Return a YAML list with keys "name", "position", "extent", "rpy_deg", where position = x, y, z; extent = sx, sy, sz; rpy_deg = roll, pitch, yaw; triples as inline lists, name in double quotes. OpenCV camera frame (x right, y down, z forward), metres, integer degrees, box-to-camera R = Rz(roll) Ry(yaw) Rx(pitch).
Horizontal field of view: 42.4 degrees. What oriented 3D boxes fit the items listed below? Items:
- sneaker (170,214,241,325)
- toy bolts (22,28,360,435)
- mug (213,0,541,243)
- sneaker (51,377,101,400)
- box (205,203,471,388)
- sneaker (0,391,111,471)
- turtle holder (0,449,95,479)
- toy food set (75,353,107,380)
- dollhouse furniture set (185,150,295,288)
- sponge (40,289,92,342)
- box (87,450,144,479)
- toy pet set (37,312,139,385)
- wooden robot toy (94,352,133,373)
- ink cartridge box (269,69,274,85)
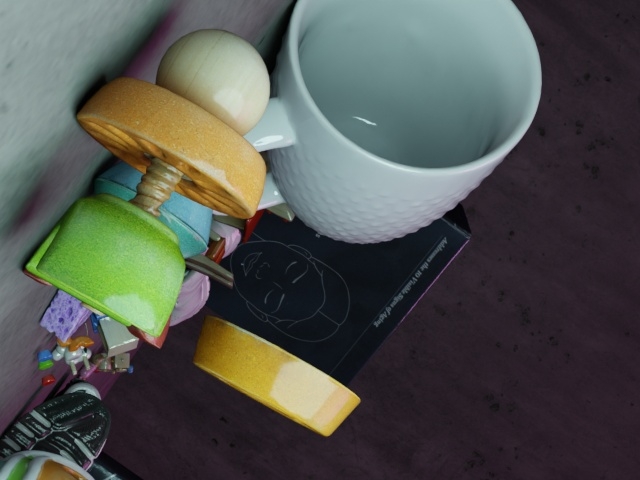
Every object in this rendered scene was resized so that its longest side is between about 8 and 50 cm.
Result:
- name: "sneaker"
  position: [-0.263, 0.063, 1.560]
  extent: [0.129, 0.111, 0.297]
  rpy_deg: [-39, 164, -52]
- name: "toy bolts"
  position: [-0.063, -0.008, 0.504]
  extent: [0.159, 0.218, 0.228]
  rpy_deg: [-61, -156, -13]
- name: "mug"
  position: [0.024, -0.123, 0.979]
  extent: [0.374, 0.276, 0.328]
  rpy_deg: [-19, 166, -18]
- name: "sneaker"
  position: [-0.411, 0.314, 1.266]
  extent: [0.217, 0.079, 0.121]
  rpy_deg: [-57, -166, -14]
- name: "box"
  position: [0.000, 0.000, 1.851]
  extent: [0.480, 0.471, 0.297]
  rpy_deg: [-52, -176, 17]
- name: "sneaker"
  position: [-0.400, 0.313, 1.071]
  extent: [0.281, 0.106, 0.162]
  rpy_deg: [-44, -176, -28]
- name: "turtle holder"
  position: [-0.312, 0.352, 0.792]
  extent: [0.227, 0.243, 0.320]
  rpy_deg: [-93, -153, -57]
- name: "toy food set"
  position: [-0.417, 0.235, 1.453]
  extent: [0.122, 0.019, 0.078]
  rpy_deg: [-45, -175, 12]
- name: "dollhouse furniture set"
  position: [-0.104, -0.058, 1.354]
  extent: [0.262, 0.135, 0.259]
  rpy_deg: [-62, 180, -14]
- name: "sponge"
  position: [-0.180, 0.000, 0.784]
  extent: [0.117, 0.031, 0.210]
  rpy_deg: [-52, -176, 28]
- name: "box"
  position: [-0.463, 0.566, 1.549]
  extent: [0.313, 0.343, 0.179]
  rpy_deg: [-56, -176, -14]
- name: "toy pet set"
  position: [-0.258, 0.097, 0.895]
  extent: [0.114, 0.065, 0.122]
  rpy_deg: [-18, 164, -24]
- name: "wooden robot toy"
  position: [-0.400, 0.216, 1.596]
  extent: [0.173, 0.076, 0.079]
  rpy_deg: [138, -48, -72]
- name: "ink cartridge box"
  position: [-0.050, -0.209, 1.138]
  extent: [0.207, 0.046, 0.097]
  rpy_deg: [-54, -177, 0]
